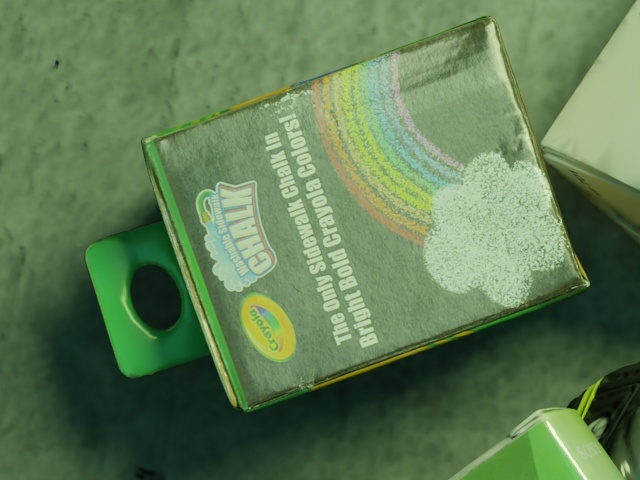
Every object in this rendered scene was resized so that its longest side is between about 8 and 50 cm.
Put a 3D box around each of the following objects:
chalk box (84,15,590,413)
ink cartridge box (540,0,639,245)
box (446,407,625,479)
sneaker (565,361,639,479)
[{"bbox_3d":[0.000,0.000,0.759,0.213,0.132,0.132,-19,86,3],"label":"chalk box"},{"bbox_3d":[0.210,-0.077,0.741,0.082,0.139,0.191,30,87,49],"label":"ink cartridge box"},{"bbox_3d":[0.092,0.260,0.625,0.232,0.058,0.322,-38,76,16],"label":"box"},{"bbox_3d":[0.114,0.234,0.742,0.147,0.145,0.385,23,98,-2],"label":"sneaker"}]
